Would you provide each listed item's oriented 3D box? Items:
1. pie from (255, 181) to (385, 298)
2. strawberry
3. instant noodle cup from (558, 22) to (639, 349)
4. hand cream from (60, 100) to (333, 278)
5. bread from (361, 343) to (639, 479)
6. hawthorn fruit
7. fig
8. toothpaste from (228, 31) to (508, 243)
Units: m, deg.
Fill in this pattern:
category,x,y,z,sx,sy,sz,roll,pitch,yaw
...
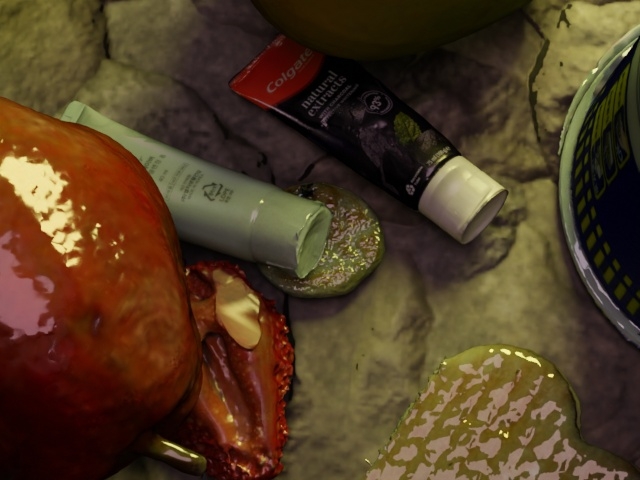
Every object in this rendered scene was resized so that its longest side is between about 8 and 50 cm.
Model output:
category,x,y,z,sx,sy,sz,roll,pitch,yaw
pie,0.000,0.000,1.017,0.085,0.017,0.085,-1,71,2
strawberry,-0.064,0.079,0.983,0.104,0.048,0.152,-26,71,-1
instant noodle cup,0.282,-0.076,0.874,0.284,0.312,0.284,-1,73,2
hand cream,-0.092,-0.029,1.010,0.205,0.050,0.078,19,71,22
bread,0.090,0.211,0.931,0.207,0.056,0.286,36,78,15
hawthorn fruit,-0.163,0.043,0.896,0.224,0.224,0.261,-43,64,-9
fig,0.054,-0.218,0.981,0.230,0.207,0.207,-21,74,-9
toothpaste,0.030,-0.070,1.026,0.193,0.045,0.071,41,79,19
